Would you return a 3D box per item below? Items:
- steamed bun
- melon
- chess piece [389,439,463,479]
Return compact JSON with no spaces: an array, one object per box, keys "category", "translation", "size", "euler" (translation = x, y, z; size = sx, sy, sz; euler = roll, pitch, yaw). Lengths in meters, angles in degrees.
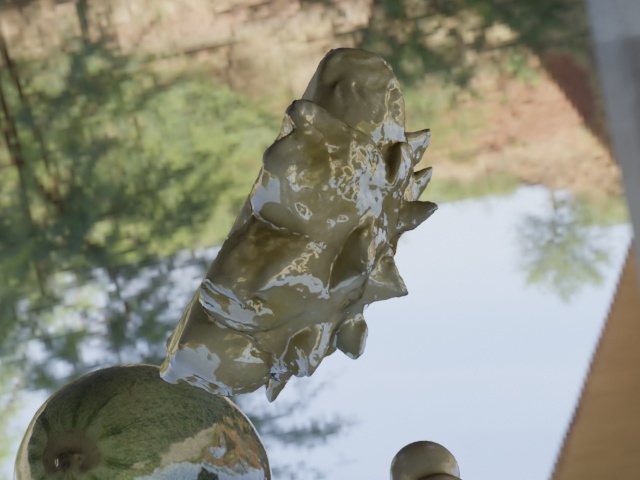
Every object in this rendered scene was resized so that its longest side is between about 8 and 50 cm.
[{"category":"steamed bun","translation":[0.000,0.000,1.070],"size":[0.292,0.137,0.295],"euler":[-64,-178,-39]},{"category":"melon","translation":[-0.183,0.254,1.509],"size":[0.249,0.248,0.329],"euler":[-10,156,19]},{"category":"chess piece","translation":[0.118,0.268,1.404],"size":[0.094,0.094,0.170],"euler":[-13,-138,-8]}]
